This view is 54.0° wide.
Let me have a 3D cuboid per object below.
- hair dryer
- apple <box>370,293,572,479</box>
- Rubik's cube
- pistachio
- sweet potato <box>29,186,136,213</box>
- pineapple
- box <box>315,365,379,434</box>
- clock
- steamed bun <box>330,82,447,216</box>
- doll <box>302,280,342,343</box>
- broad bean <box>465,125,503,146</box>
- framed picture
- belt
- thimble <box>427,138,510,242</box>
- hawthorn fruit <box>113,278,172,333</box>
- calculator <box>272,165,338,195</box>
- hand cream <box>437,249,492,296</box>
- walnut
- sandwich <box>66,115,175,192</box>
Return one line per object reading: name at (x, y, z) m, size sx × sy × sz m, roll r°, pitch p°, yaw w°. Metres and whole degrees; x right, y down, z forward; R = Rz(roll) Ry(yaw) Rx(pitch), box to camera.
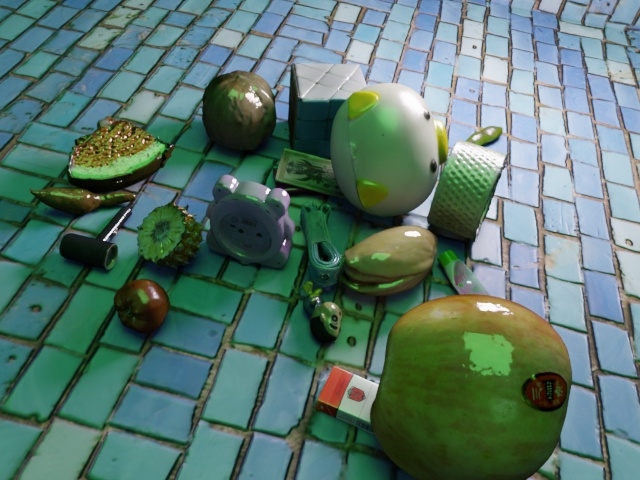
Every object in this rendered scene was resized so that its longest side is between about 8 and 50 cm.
hair dryer at (-0.563, -0.028, 1.638) m, size 0.128 × 0.070 × 0.255 m, roll 13°, pitch 38°, yaw 4°
apple at (0.282, 0.294, 1.238) m, size 0.347 × 0.391 × 0.391 m, roll 16°, pitch 45°, yaw 3°
Rubik's cube at (0.019, -0.410, 1.990) m, size 0.231 × 0.224 × 0.221 m, roll -1°, pitch 44°, yaw -9°
pistachio at (0.186, 0.047, 1.618) m, size 0.293 × 0.162 × 0.181 m, roll -23°, pitch 37°, yaw -25°
sweet potato at (-0.636, -0.106, 1.690) m, size 0.270 × 0.074 × 0.074 m, roll 0°, pitch 44°, yaw -27°
pineapple at (-0.360, 0.001, 1.597) m, size 0.176 × 0.137 × 0.161 m, roll -29°, pitch 58°, yaw 17°
box at (0.077, 0.352, 1.378) m, size 0.152 × 0.048 × 0.100 m, roll 20°, pitch 44°, yaw 13°
clock at (-0.177, -0.045, 1.581) m, size 0.228 × 0.247 × 0.090 m, roll 15°, pitch 47°, yaw 4°
steamed bun at (0.185, -0.254, 1.774) m, size 0.334 × 0.334 × 0.373 m, roll -11°, pitch 92°, yaw -19°
doll at (0.007, 0.173, 1.519) m, size 0.089 × 0.102 × 0.179 m, roll -33°, pitch 51°, yaw 18°
broad bean at (0.545, -0.343, 2.144) m, size 0.065 × 0.046 × 0.255 m, roll 42°, pitch 54°, yaw 20°
framed picture at (-0.014, -0.203, 1.893) m, size 0.232 × 0.010 × 0.173 m, roll 13°, pitch 42°, yaw -5°
belt at (0.000, 0.000, 1.672) m, size 0.087 × 0.072 × 0.302 m, roll -5°, pitch 39°, yaw -5°
thimble at (0.417, -0.145, 1.772) m, size 0.150 × 0.270 × 0.270 m, roll 21°, pitch 46°, yaw 14°
hawthorn fruit at (-0.410, 0.148, 1.448) m, size 0.125 × 0.125 × 0.140 m, roll 6°, pitch 12°, yaw -4°
calculator at (-0.045, -0.183, 1.893) m, size 0.191 × 0.034 × 0.126 m, roll -2°, pitch 44°, yaw -13°
hand cream at (0.408, 0.138, 1.652) m, size 0.079 × 0.050 × 0.275 m, roll -31°, pitch 60°, yaw -4°
walnut at (-0.250, -0.406, 1.943) m, size 0.249 × 0.248 × 0.248 m, roll 5°, pitch 45°, yaw -5°
sandwich at (-0.587, -0.235, 1.762) m, size 0.212 × 0.109 × 0.292 m, roll 45°, pitch 59°, yaw 5°
